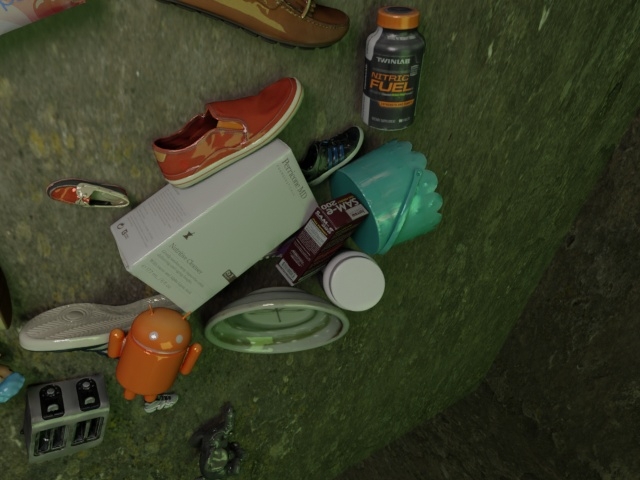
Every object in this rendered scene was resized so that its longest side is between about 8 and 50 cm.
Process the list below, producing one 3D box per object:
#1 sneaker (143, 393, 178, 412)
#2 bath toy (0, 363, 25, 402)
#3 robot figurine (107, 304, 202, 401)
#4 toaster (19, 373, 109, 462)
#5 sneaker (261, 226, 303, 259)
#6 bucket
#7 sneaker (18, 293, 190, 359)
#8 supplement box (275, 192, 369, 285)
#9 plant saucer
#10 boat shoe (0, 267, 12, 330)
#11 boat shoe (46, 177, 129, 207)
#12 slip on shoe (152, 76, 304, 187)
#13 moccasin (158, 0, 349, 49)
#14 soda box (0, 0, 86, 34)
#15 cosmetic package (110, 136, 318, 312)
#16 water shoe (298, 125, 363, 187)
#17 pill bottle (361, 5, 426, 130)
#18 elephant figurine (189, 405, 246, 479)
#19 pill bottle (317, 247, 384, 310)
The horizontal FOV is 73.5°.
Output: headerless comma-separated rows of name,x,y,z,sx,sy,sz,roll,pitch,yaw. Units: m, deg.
sneaker,-0.469,0.464,1.259,0.098,0.038,0.069,-16,134,-30
bath toy,-0.694,0.185,0.756,0.129,0.151,0.348,-3,134,12
robot figurine,-0.353,0.235,0.908,0.219,0.158,0.128,-65,166,14
toaster,-0.625,0.436,1.049,0.168,0.110,0.185,2,123,-39
sneaker,-0.139,0.024,1.102,0.282,0.102,0.161,-29,141,-16
bucket,0.162,-0.105,1.116,0.183,0.281,0.281,-26,137,-14
sneaker,-0.472,0.225,0.974,0.350,0.131,0.148,-1,121,-39
supplement box,0.000,0.000,1.032,0.130,0.073,0.239,-27,162,-45
plant saucer,-0.120,0.218,1.212,0.401,0.100,0.400,-4,149,-2
boat shoe,-0.622,0.047,0.728,0.090,0.104,0.285,-19,125,-20
boat shoe,-0.433,-0.084,0.805,0.137,0.043,0.049,1,125,-39
slip on shoe,-0.177,-0.229,0.840,0.332,0.123,0.101,-33,136,-5
moccasin,-0.104,-0.430,0.717,0.381,0.139,0.146,7,129,-32
soda box,-0.455,-0.309,0.551,0.263,0.092,0.083,-32,138,-13
cosmetic package,-0.212,-0.049,0.929,0.385,0.156,0.217,-38,142,-5
water shoe,0.020,-0.214,1.043,0.203,0.073,0.080,-44,138,0
pill bottle,0.163,-0.386,0.967,0.131,0.130,0.245,-23,135,-23
elephant figurine,-0.370,0.716,1.499,0.170,0.186,0.239,-2,127,17
pill bottle,0.081,0.105,1.192,0.162,0.283,0.161,0,92,-5
